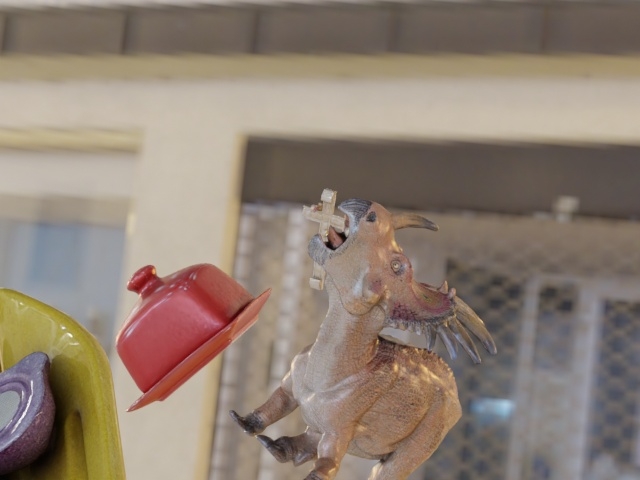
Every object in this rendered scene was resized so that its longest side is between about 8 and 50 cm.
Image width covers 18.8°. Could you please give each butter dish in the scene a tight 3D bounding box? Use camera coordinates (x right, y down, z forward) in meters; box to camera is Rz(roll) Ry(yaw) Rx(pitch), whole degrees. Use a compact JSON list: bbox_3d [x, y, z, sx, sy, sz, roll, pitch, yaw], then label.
[{"bbox_3d":[-0.148,0.076,1.945,0.160,0.118,0.160,-39,0,18],"label":"butter dish"}]

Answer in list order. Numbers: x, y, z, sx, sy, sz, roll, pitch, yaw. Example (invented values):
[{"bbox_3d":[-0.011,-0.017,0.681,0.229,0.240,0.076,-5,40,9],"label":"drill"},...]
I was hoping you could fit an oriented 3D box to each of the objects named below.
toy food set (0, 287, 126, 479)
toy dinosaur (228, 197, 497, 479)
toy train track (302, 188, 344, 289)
[{"bbox_3d":[-0.120,0.108,0.603,0.071,0.218,0.128,20,-51,-34],"label":"toy food set"},{"bbox_3d":[0.051,0.108,1.423,0.127,0.200,0.295,45,-3,27],"label":"toy dinosaur"},{"bbox_3d":[0.000,0.000,1.564,0.048,0.083,0.014,17,18,30],"label":"toy train track"}]
